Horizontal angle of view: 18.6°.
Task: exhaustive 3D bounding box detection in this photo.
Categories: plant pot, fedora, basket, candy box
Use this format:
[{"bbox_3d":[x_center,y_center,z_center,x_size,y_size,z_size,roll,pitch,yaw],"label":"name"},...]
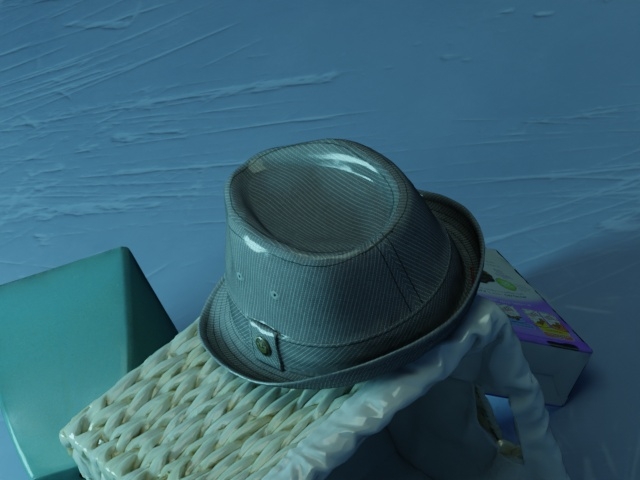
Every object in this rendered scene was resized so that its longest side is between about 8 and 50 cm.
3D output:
[{"bbox_3d":[-0.235,0.164,2.002,0.165,0.165,0.234,-18,48,6],"label":"plant pot"},{"bbox_3d":[0.000,0.000,1.598,0.243,0.124,0.275,-34,35,-14],"label":"fedora"},{"bbox_3d":[0.010,0.215,1.697,0.331,0.328,0.266,-39,41,-18],"label":"basket"},{"bbox_3d":[0.144,0.072,1.914,0.070,0.165,0.196,-64,37,20],"label":"candy box"}]
